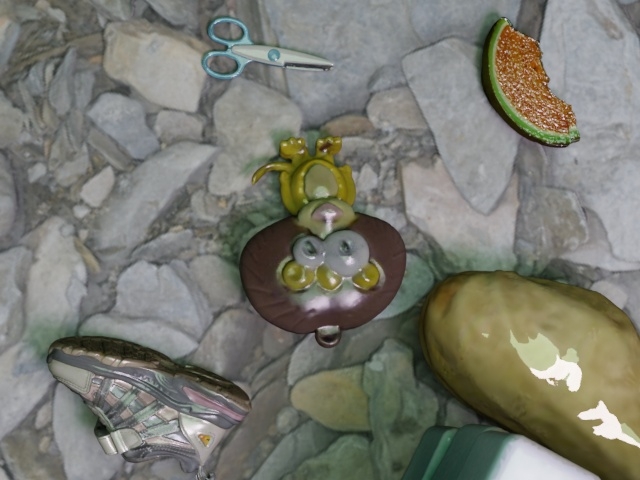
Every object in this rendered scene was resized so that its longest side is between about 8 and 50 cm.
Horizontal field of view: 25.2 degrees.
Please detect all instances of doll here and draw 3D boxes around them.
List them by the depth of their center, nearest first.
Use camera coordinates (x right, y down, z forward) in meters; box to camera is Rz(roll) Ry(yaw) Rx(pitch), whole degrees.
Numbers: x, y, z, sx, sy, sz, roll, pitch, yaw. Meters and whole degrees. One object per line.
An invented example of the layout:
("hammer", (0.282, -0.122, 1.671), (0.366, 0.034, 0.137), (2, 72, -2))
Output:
("doll", (-0.009, 0.000, 1.256), (0.145, 0.096, 0.188), (-25, 77, -16))

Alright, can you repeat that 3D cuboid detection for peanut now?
("peanut", (0.232, 0.128, 1.245), (0.319, 0.147, 0.147), (35, 81, 0))

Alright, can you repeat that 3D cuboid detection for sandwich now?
("sandwich", (0.187, -0.140, 1.321), (0.067, 0.029, 0.135), (-28, 87, -14))

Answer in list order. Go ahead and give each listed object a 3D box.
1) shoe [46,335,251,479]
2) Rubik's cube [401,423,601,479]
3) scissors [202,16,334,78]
("shoe", (-0.154, 0.144, 1.230), (0.180, 0.089, 0.092), (19, 94, -2))
("Rubik's cube", (0.181, 0.353, 1.127), (0.319, 0.316, 0.321), (28, 80, -2))
("scissors", (-0.046, -0.169, 1.305), (0.119, 0.014, 0.058), (8, 84, -2))
